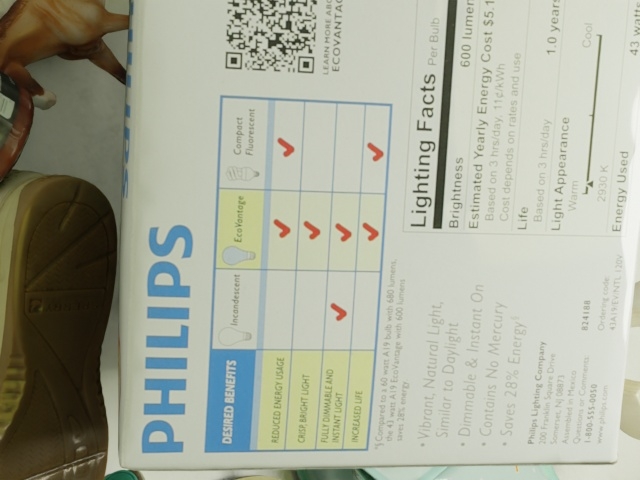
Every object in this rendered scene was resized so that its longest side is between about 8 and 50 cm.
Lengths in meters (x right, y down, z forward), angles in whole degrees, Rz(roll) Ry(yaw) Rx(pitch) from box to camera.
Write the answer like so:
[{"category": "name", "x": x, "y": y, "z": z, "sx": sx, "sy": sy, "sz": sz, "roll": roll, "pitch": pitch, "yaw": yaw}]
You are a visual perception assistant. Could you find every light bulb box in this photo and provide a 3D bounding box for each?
[{"category": "light bulb box", "x": 0.032, "y": -0.031, "z": 0.878, "sx": 0.361, "sy": 0.225, "sz": 0.357, "roll": 2, "pitch": 100, "yaw": -11}]

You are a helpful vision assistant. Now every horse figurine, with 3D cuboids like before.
[{"category": "horse figurine", "x": -0.174, "y": -0.224, "z": 0.945, "sx": 0.175, "sy": 0.066, "sz": 0.263, "roll": 9, "pitch": 91, "yaw": -25}]

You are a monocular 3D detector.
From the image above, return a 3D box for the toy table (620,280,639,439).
[{"category": "toy table", "x": 0.293, "y": 0.128, "z": 1.374, "sx": 0.274, "sy": 0.161, "sz": 0.252, "roll": 54, "pitch": 53, "yaw": -30}]

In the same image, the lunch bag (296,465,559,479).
[{"category": "lunch bag", "x": 0.102, "y": 0.228, "z": 1.178, "sx": 0.223, "sy": 0.160, "sz": 0.262, "roll": -33, "pitch": 101, "yaw": -38}]

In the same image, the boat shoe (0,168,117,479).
[{"category": "boat shoe", "x": -0.232, "y": 0.117, "z": 0.864, "sx": 0.122, "sy": 0.110, "sz": 0.341, "roll": 10, "pitch": 90, "yaw": -51}]

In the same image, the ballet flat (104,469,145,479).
[{"category": "ballet flat", "x": -0.186, "y": 0.269, "z": 0.959, "sx": 0.052, "sy": 0.057, "sz": 0.168, "roll": 63, "pitch": 47, "yaw": -62}]

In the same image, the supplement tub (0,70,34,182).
[{"category": "supplement tub", "x": -0.303, "y": -0.109, "z": 0.793, "sx": 0.198, "sy": 0.106, "sz": 0.106, "roll": 34, "pitch": 65, "yaw": -38}]

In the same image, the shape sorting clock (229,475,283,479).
[{"category": "shape sorting clock", "x": -0.067, "y": 0.322, "z": 1.078, "sx": 0.206, "sy": 0.040, "sz": 0.206, "roll": -1, "pitch": 91, "yaw": -43}]
